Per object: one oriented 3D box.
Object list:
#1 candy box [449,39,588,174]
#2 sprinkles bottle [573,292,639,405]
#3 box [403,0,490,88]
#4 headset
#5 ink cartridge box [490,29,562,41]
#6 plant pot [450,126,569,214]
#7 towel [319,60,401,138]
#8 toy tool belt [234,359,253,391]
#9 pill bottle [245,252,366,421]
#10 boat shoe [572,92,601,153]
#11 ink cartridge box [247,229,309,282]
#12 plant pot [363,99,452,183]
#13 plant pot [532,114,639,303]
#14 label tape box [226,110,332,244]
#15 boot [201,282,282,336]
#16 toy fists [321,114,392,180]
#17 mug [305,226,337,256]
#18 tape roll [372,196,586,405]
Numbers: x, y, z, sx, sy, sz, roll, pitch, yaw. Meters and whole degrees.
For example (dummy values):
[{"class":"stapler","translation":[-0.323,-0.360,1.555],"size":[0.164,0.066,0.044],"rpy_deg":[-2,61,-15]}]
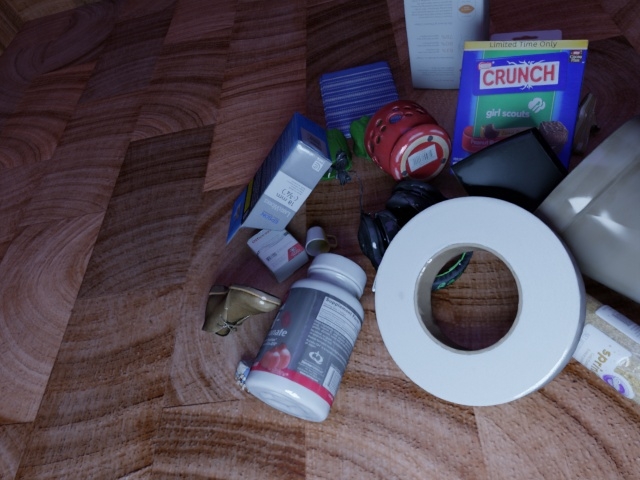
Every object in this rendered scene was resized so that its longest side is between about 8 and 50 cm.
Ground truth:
[{"class":"candy box","translation":[0.471,-0.308,1.157],"size":[0.268,0.317,0.122],"rpy_deg":[8,11,23]},{"class":"sprinkles bottle","translation":[0.552,0.214,0.847],"size":[0.121,0.121,0.355],"rpy_deg":[-37,51,-13]},{"class":"box","translation":[0.378,-0.639,1.414],"size":[0.215,0.345,0.168],"rpy_deg":[8,56,22]},{"class":"headset","translation":[0.178,-0.059,1.132],"size":[0.243,0.185,0.394],"rpy_deg":[-41,64,-16]},{"class":"ink cartridge box","translation":[0.561,-0.434,1.346],"size":[0.207,0.119,0.354],"rpy_deg":[5,56,21]},{"class":"plant pot","translation":[0.419,-0.141,1.034],"size":[0.167,0.188,0.187],"rpy_deg":[-37,86,33]},{"class":"towel","translation":[0.127,-0.453,1.556],"size":[0.243,0.040,0.336],"rpy_deg":[-11,53,7]},{"class":"toy tool belt","translation":[-0.156,0.303,1.050],"size":[0.083,0.052,0.051],"rpy_deg":[38,102,39]},{"class":"pill bottle","translation":[-0.013,0.191,1.003],"size":[0.176,0.176,0.319],"rpy_deg":[10,57,24]},{"class":"boat shoe","translation":[0.688,-0.299,1.247],"size":[0.072,0.068,0.190],"rpy_deg":[25,73,18]},{"class":"ink cartridge box","translation":[-0.109,0.028,1.236],"size":[0.099,0.056,0.135],"rpy_deg":[-36,51,-13]},{"class":"plant pot","translation":[0.230,-0.242,1.241],"size":[0.191,0.191,0.174],"rpy_deg":[-25,43,-3]},{"class":"plant pot","translation":[0.603,-0.027,0.931],"size":[0.323,0.323,0.280],"rpy_deg":[-38,70,-13]},{"class":"label tape box","translation":[-0.111,-0.146,1.269],"size":[0.334,0.106,0.241],"rpy_deg":[-52,22,24]},{"class":"boot","translation":[-0.181,0.160,1.066],"size":[0.305,0.112,0.115],"rpy_deg":[-16,49,57]},{"class":"toy fists","translation":[0.089,-0.272,1.386],"size":[0.279,0.096,0.142],"rpy_deg":[-20,59,-1]},{"class":"mug","translation":[-0.004,0.001,1.234],"size":[0.062,0.078,0.064],"rpy_deg":[-41,34,26]},{"class":"tape roll","translation":[0.284,0.110,0.916],"size":[0.392,0.072,0.392],"rpy_deg":[-8,77,37]}]
